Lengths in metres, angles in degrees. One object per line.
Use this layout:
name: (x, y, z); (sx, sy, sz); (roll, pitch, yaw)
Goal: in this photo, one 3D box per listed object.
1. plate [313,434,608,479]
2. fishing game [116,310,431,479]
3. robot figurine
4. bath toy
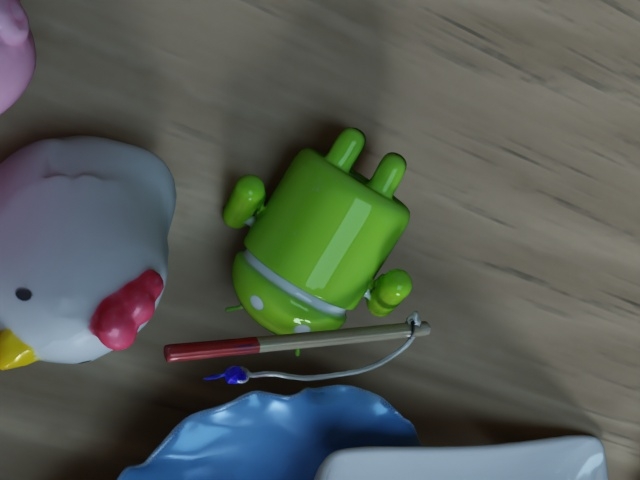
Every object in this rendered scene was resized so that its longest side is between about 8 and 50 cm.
plate: (0.086, 0.251, 0.597); (0.278, 0.045, 0.277); (9, 75, -47)
fishing game: (-0.029, 0.140, 0.596); (0.189, 0.041, 0.264); (-4, 128, -20)
robot figurine: (0.000, 0.000, 0.547); (0.101, 0.067, 0.115); (32, 98, -2)
bath toy: (-0.173, -0.063, 0.400); (0.151, 0.129, 0.348); (-40, 127, -3)
